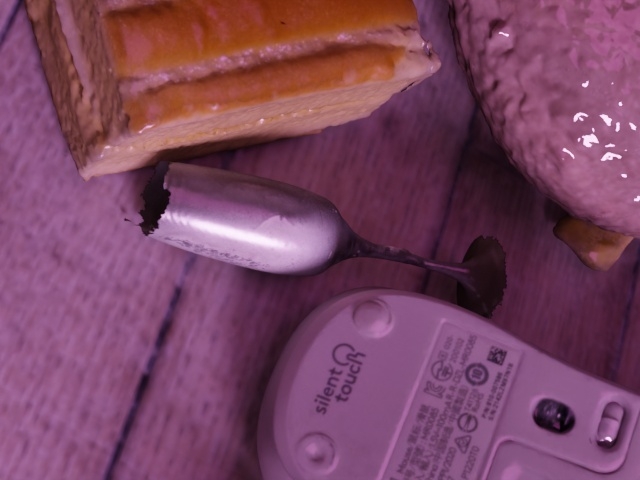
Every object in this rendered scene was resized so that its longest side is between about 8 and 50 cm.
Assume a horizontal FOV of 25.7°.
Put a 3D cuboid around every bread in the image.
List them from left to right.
[{"bbox_3d":[-0.069,-0.185,0.932,0.246,0.111,0.239,-13,82,-33],"label":"bread"}]

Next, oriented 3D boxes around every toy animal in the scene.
[{"bbox_3d":[0.222,-0.123,1.029,0.358,0.188,0.227,28,59,-28],"label":"toy animal"}]

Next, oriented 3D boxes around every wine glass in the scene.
[{"bbox_3d":[0.000,0.000,0.939,0.262,0.074,0.074,14,68,-23],"label":"wine glass"}]

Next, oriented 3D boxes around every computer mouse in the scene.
[{"bbox_3d":[0.108,0.145,0.903,0.296,0.121,0.184,17,68,6],"label":"computer mouse"}]
